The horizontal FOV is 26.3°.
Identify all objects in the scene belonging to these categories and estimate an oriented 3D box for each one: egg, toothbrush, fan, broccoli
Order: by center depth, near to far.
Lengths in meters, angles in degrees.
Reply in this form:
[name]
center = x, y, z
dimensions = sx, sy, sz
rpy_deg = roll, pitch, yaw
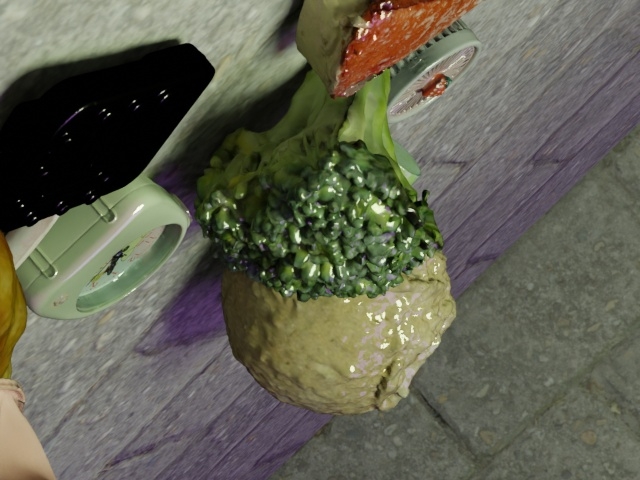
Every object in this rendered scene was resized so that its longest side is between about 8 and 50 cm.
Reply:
[toothbrush]
center = -0.308, 0.064, 1.162
dimensions = 0.307, 0.025, 0.029
rpy_deg = -45, 175, 19
[broccoli]
center = -0.003, -0.068, 1.284
dimensions = 0.248, 0.245, 0.288
rpy_deg = 12, 161, -38
[fan]
center = 0.062, -0.143, 1.437
dimensions = 0.244, 0.074, 0.130
rpy_deg = -42, 169, 20
[egg]
center = 0.019, 0.066, 1.564
dimensions = 0.279, 0.279, 0.310
rpy_deg = -33, 163, -30

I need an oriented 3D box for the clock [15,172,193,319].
[clock]
center = -0.188, 0.005, 1.228
dimensions = 0.151, 0.062, 0.191
rpy_deg = -43, 167, 4

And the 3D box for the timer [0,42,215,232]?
[timer]
center = -0.172, -0.081, 1.027
dimensions = 0.144, 0.055, 0.187
rpy_deg = -47, 170, 32

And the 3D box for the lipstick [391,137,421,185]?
[lipstick]
center = 0.000, 0.000, 1.716
dimensions = 0.304, 0.076, 0.076
rpy_deg = -45, 166, 20

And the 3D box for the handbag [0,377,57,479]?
[handbag]
center = -0.242, 0.190, 0.860
dimensions = 0.179, 0.116, 0.205
rpy_deg = -21, 155, -44

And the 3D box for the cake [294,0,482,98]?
[cake]
center = 0.076, -0.226, 1.178
dimensions = 0.220, 0.086, 0.116
rpy_deg = -36, 168, -16

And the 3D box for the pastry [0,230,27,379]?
[pastry]
center = -0.348, 0.090, 0.857
dimensions = 0.356, 0.164, 0.356
rpy_deg = -33, 162, -12
